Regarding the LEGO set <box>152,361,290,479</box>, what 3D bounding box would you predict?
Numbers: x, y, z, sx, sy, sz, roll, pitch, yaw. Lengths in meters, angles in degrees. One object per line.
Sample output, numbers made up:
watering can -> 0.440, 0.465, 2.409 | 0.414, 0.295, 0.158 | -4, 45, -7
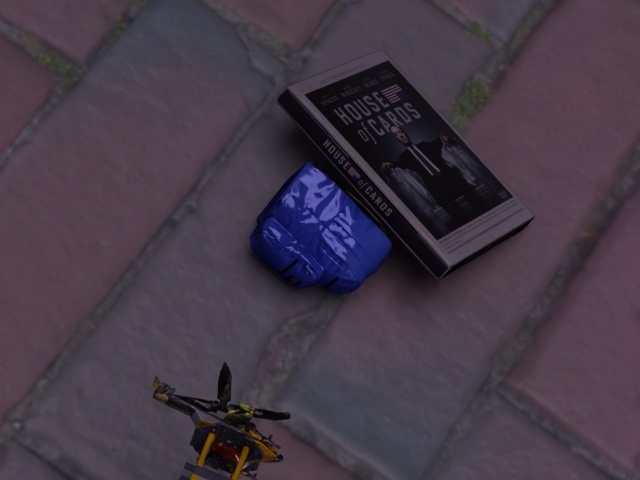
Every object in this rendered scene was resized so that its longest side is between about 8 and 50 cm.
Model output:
LEGO set -> -0.038, 0.257, 1.617 | 0.255, 0.331, 0.192 | 16, 46, 5

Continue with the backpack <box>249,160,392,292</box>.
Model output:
backpack -> 0.000, 0.000, 1.846 | 0.120, 0.098, 0.101 | 40, 78, -6

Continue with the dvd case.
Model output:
dvd case -> 0.087, -0.080, 1.893 | 0.238, 0.029, 0.179 | 49, 36, 10
